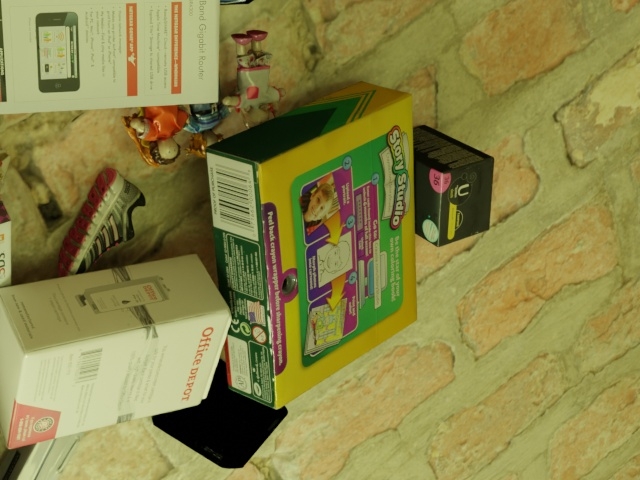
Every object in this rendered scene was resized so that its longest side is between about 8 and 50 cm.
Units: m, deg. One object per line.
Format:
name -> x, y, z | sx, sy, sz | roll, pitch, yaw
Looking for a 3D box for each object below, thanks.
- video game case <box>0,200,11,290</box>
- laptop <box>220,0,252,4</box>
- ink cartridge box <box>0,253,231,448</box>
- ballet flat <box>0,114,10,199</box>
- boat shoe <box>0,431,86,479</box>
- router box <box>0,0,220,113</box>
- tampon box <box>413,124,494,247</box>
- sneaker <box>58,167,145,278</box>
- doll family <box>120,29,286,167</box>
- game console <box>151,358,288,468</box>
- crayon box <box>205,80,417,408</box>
video game case -> -0.487, 0.057, 1.496 | 0.232, 0.042, 0.210 | -18, 149, -26
laptop -> -0.229, -0.339, 1.436 | 0.264, 0.136, 0.234 | -36, 137, -31
ink cartridge box -> -0.284, 0.145, 1.646 | 0.283, 0.117, 0.207 | -10, 140, -30
ballet flat -> -0.407, -0.117, 1.495 | 0.077, 0.091, 0.241 | -37, 140, -51
boat shoe -> -0.405, 0.349, 1.721 | 0.084, 0.095, 0.258 | 27, 98, -35
router box -> -0.262, -0.310, 1.356 | 0.301, 0.082, 0.335 | -5, 116, -18
tampon box -> 0.163, -0.083, 1.829 | 0.101, 0.161, 0.120 | -18, 121, -30
sneaker -> -0.284, -0.007, 1.638 | 0.075, 0.063, 0.170 | 25, 93, -33
doll family -> -0.170, -0.179, 1.615 | 0.263, 0.118, 0.163 | -23, 119, -44
game console -> -0.087, 0.169, 1.874 | 0.361, 0.044, 0.213 | -51, 130, -2
crayon box -> 0.000, 0.000, 1.718 | 0.313, 0.106, 0.363 | -29, 126, -42
